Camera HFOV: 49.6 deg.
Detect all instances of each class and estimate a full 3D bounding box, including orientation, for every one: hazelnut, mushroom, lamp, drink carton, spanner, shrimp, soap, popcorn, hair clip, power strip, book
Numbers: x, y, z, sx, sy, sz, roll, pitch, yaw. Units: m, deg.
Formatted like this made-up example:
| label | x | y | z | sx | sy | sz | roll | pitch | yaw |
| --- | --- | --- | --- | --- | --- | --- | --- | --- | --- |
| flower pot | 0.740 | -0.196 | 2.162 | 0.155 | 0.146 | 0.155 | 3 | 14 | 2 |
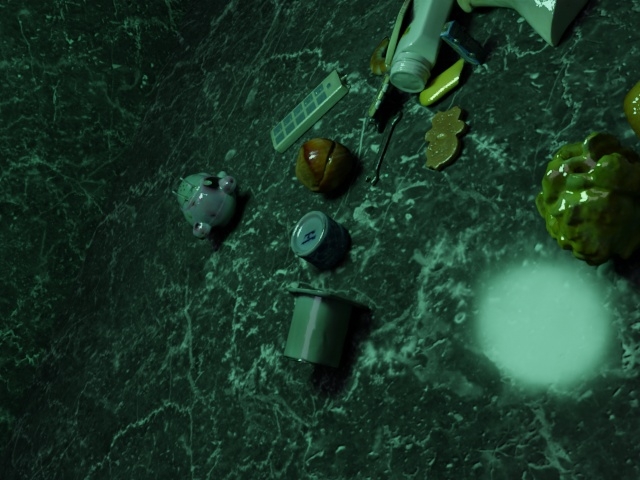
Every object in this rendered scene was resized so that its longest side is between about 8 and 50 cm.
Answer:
| label | x | y | z | sx | sy | sz | roll | pitch | yaw |
| --- | --- | --- | --- | --- | --- | --- | --- | --- | --- |
| hazelnut | 0.013 | -0.228 | 2.126 | 0.182 | 0.182 | 0.182 | -26 | 49 | 35 |
| mushroom | 0.524 | -0.667 | 1.871 | 0.177 | 0.126 | 0.397 | -60 | 41 | 13 |
| lamp | -0.428 | -0.156 | 2.496 | 0.247 | 0.247 | 0.301 | -56 | 31 | 0 |
| drink carton | -0.004 | 0.235 | 1.846 | 0.191 | 0.185 | 0.190 | 2 | 80 | 47 |
| spanner | 0.186 | -0.280 | 2.075 | 0.054 | 0.015 | 0.255 | 6 | 71 | 49 |
| shrimp | 0.228 | -0.601 | 2.220 | 0.161 | 0.049 | 0.166 | -14 | 49 | 44 |
| soap | 0.352 | -0.448 | 1.986 | 0.168 | 0.033 | 0.089 | -31 | 46 | 34 |
| popcorn | 0.548 | -0.098 | 1.402 | 0.250 | 0.234 | 0.242 | -110 | 41 | -58 |
| hair clip | 0.176 | -0.422 | 2.101 | 0.146 | 0.056 | 0.187 | -93 | 16 | -77 |
| power strip | -0.038 | -0.450 | 2.407 | 0.367 | 0.043 | 0.106 | -40 | 43 | 23 |
| book | 0.245 | -0.659 | 2.113 | 0.232 | 0.022 | 0.162 | -66 | -8 | -47 |

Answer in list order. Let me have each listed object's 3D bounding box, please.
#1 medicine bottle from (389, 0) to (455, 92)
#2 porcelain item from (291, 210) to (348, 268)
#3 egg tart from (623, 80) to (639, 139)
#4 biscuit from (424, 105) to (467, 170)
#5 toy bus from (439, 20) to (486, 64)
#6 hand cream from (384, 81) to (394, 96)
| label | x | y | z | sx | sy | sz | roll | pitch | yaw |
| --- | --- | --- | --- | --- | --- | --- | --- | --- | --- |
| medicine bottle | 0.300 | -0.600 | 2.047 | 0.324 | 0.124 | 0.179 | -69 | 12 | -18 |
| porcelain item | 0.000 | 0.000 | 2.020 | 0.147 | 0.114 | 0.147 | -28 | 46 | 34 |
| egg tart | 0.713 | -0.273 | 1.363 | 0.171 | 0.215 | 0.215 | -38 | 41 | 46 |
| biscuit | 0.344 | -0.281 | 1.895 | 0.133 | 0.027 | 0.184 | -23 | 52 | 36 |
| toy bus | 0.393 | -0.542 | 1.908 | 0.061 | 0.153 | 0.051 | 12 | 75 | 56 |
| hand cream | 0.225 | -0.495 | 2.161 | 0.102 | 0.035 | 0.022 | -63 | 32 | 4 |
